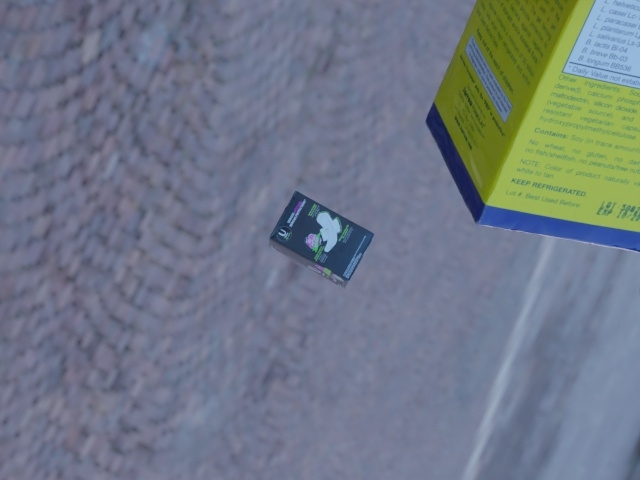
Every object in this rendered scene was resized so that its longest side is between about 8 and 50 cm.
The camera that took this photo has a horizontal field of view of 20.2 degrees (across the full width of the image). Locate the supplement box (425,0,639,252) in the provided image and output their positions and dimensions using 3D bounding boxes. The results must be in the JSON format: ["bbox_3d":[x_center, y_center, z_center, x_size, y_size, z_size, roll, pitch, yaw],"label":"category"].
[{"bbox_3d":[0.267,-0.194,1.672,0.195,0.194,0.356,-110,-144,-52],"label":"supplement box"}]

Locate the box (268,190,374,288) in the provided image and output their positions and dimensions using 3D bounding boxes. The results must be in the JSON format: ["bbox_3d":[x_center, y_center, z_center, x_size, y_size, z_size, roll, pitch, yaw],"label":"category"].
[{"bbox_3d":[0.000,0.000,1.642,0.052,0.083,0.062,-60,178,-8],"label":"box"}]
